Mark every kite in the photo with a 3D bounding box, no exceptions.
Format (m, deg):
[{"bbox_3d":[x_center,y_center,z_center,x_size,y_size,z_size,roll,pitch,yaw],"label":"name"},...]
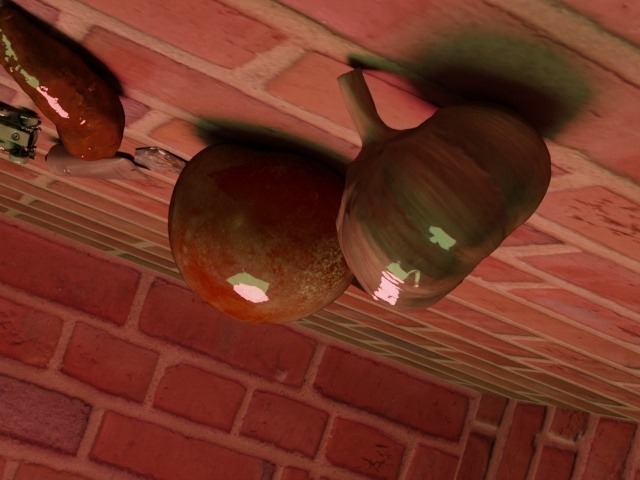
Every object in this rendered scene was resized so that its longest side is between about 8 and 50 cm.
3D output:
[{"bbox_3d":[-0.183,-0.092,1.599,0.245,0.015,0.141,26,169,-21],"label":"kite"}]

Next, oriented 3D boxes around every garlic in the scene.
[{"bbox_3d":[0.079,-0.062,0.900,0.212,0.218,0.218,47,170,3],"label":"garlic"}]

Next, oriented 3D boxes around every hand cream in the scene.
[{"bbox_3d":[-0.382,-0.129,1.682,0.186,0.054,0.087,8,162,20],"label":"hand cream"}]

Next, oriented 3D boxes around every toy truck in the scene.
[{"bbox_3d":[-0.514,-0.184,1.577,0.154,0.080,0.078,18,-163,1],"label":"toy truck"}]

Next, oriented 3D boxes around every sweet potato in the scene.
[{"bbox_3d":[-0.296,-0.176,1.178,0.097,0.097,0.292,16,161,14],"label":"sweet potato"}]

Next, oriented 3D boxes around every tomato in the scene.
[{"bbox_3d":[-0.075,0.000,1.326,0.270,0.222,0.270,17,173,2],"label":"tomato"}]

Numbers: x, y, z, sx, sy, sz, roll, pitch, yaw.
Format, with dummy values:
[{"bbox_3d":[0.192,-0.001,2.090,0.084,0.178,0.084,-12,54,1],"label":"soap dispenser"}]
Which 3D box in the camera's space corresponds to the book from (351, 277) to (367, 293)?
[{"bbox_3d":[0.000,0.000,1.534,0.228,0.024,0.160,31,161,14],"label":"book"}]
